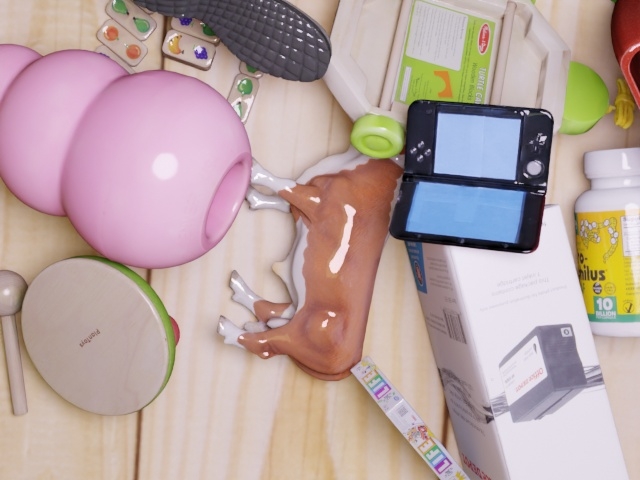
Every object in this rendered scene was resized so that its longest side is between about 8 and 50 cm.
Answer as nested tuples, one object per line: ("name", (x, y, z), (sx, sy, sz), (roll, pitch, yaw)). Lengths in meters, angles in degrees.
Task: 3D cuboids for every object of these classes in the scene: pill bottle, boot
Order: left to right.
("boot", (-0.076, -0.276, 1.086), (0.246, 0.161, 0.083), (28, 132, 4))
("pill bottle", (0.352, 0.000, 1.155), (0.117, 0.117, 0.209), (-5, 92, -5))

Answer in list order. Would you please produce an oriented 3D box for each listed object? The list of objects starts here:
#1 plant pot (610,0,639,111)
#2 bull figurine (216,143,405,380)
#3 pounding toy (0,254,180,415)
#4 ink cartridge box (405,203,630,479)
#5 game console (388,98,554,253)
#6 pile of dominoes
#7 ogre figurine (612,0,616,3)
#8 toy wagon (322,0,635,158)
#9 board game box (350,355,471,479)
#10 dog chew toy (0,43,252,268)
("plant pot", (0.452, -0.189, 1.059), (0.267, 0.236, 0.267), (-27, 117, 14))
("bull figurine", (0.000, 0.000, 1.137), (0.188, 0.101, 0.311), (11, 89, -1))
("pounding toy", (-0.248, 0.093, 1.131), (0.236, 0.110, 0.183), (-7, 105, 24))
("ink cartridge box", (0.204, 0.124, 1.093), (0.129, 0.223, 0.308), (-15, 93, -6))
("game console", (0.145, -0.064, 0.970), (0.144, 0.085, 0.124), (7, 110, 14))
("pile of dominoes", (-0.175, -0.170, 1.146), (0.196, 0.040, 0.251), (19, 90, -5))
("ogre figurine", (0.359, -0.352, 1.158), (0.118, 0.097, 0.197), (-36, 83, 9))
("toy wagon", (0.177, -0.182, 1.114), (0.344, 0.068, 0.267), (17, 63, -6))
("board game box", (0.101, 0.207, 1.121), (0.026, 0.103, 0.154), (-40, 118, -3))
("dog chew toy", (-0.241, -0.105, 1.054), (0.331, 0.206, 0.207), (24, 90, 11))
